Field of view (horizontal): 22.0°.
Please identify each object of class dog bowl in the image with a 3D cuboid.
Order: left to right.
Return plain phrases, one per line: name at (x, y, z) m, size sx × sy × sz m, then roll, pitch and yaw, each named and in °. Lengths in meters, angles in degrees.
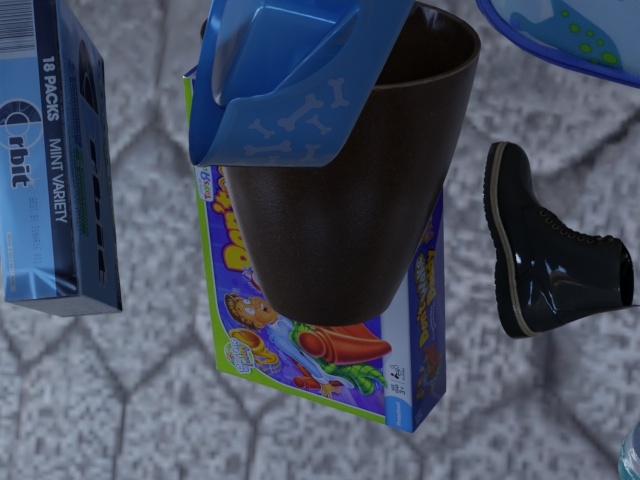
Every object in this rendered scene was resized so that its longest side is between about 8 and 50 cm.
dog bowl at (0.005, -0.157, 0.862) m, size 0.166 × 0.074 × 0.297 m, roll -91°, pitch 20°, yaw -44°

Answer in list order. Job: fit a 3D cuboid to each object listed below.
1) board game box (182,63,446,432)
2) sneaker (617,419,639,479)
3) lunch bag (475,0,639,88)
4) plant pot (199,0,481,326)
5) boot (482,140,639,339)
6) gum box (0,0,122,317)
board game box at (0.000, 0.000, 1.588) m, size 0.233 × 0.078 × 0.347 m, roll 15°, pitch 128°, yaw 27°
sneaker at (0.337, 0.213, 1.242) m, size 0.121 × 0.302 × 0.108 m, roll -55°, pitch 29°, yaw 37°
lunch bag at (0.148, -0.148, 0.510) m, size 0.090 × 0.176 × 0.219 m, roll -52°, pitch -22°, yaw -53°
plant pot at (0.012, -0.056, 1.309) m, size 0.215 × 0.215 × 0.230 m, roll 43°, pitch 138°, yaw 52°
boot at (0.239, -0.011, 1.610) m, size 0.137 × 0.077 × 0.197 m, roll -14°, pitch 79°, yaw 32°
gum box at (-0.143, -0.040, 0.896) m, size 0.184 × 0.041 × 0.157 m, roll 85°, pitch 180°, yaw -85°
